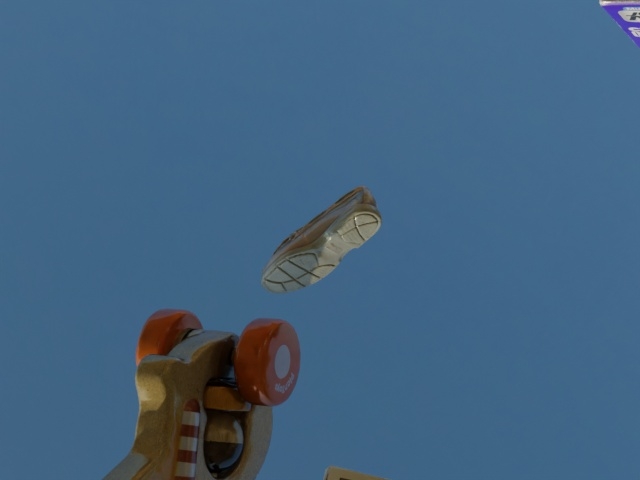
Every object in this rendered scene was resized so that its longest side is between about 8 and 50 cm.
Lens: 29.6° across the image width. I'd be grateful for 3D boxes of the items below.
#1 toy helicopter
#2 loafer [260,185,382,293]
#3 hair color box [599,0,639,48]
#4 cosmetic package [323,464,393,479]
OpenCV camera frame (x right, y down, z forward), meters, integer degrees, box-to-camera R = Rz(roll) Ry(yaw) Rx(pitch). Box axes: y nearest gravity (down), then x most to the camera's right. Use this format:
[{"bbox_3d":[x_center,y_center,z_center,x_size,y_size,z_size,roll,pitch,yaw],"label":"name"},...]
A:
[{"bbox_3d":[-0.141,0.221,1.083,0.140,0.355,0.234,4,-69,26],"label":"toy helicopter"},{"bbox_3d":[0.000,0.000,1.027,0.045,0.125,0.039,36,-149,-36],"label":"loafer"},{"bbox_3d":[0.334,-0.250,1.040,0.110,0.339,0.185,6,-91,27],"label":"hair color box"},{"bbox_3d":[0.014,0.184,0.403,0.061,0.239,0.098,13,-131,9],"label":"cosmetic package"}]
